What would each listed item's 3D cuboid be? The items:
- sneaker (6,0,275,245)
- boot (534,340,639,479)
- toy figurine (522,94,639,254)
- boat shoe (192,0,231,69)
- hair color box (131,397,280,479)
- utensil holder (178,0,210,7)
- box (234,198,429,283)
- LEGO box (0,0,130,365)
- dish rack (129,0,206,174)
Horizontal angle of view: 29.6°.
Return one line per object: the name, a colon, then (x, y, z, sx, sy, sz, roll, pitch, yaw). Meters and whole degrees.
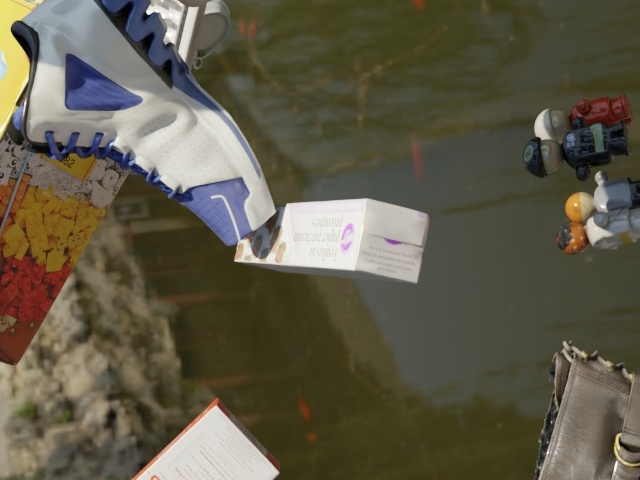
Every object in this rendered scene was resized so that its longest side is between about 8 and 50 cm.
sneaker: (-0.199, -0.111, 1.184, 0.315, 0.182, 0.127, 56, 167, -8)
boot: (0.307, 0.136, 1.018, 0.091, 0.229, 0.263, 93, -159, -63)
toy figurine: (0.391, -0.093, 1.760, 0.213, 0.148, 0.210, -60, -46, -62)
boat shoe: (-0.269, -0.273, 1.864, 0.103, 0.320, 0.118, 48, 157, 36)
hair color box: (-0.130, 0.246, 1.178, 0.093, 0.167, 0.053, 47, 178, -2)
utensil holder: (-0.037, -0.472, 1.248, 0.328, 0.385, 0.328, 60, -167, -24)
box: (0.000, 0.000, 1.160, 0.324, 0.067, 0.063, -179, 100, -69)
LEGO box: (-0.479, -0.139, 1.435, 0.500, 0.193, 0.372, 28, 87, 33)
dish rack: (-0.277, -0.270, 1.616, 0.285, 0.072, 0.333, 18, 96, 25)
